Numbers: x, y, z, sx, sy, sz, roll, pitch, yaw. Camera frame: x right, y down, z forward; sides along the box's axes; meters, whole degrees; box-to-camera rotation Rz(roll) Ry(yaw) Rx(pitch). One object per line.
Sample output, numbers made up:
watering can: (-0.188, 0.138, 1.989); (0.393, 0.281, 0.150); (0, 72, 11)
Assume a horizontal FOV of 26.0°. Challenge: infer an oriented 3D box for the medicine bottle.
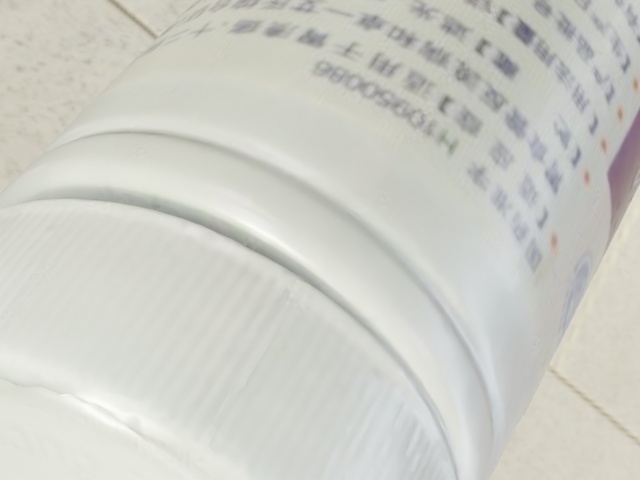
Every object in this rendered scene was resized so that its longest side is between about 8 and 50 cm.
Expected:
medicine bottle: (0.000, 0.000, 0.511); (0.332, 0.190, 0.190); (-54, 134, -40)
